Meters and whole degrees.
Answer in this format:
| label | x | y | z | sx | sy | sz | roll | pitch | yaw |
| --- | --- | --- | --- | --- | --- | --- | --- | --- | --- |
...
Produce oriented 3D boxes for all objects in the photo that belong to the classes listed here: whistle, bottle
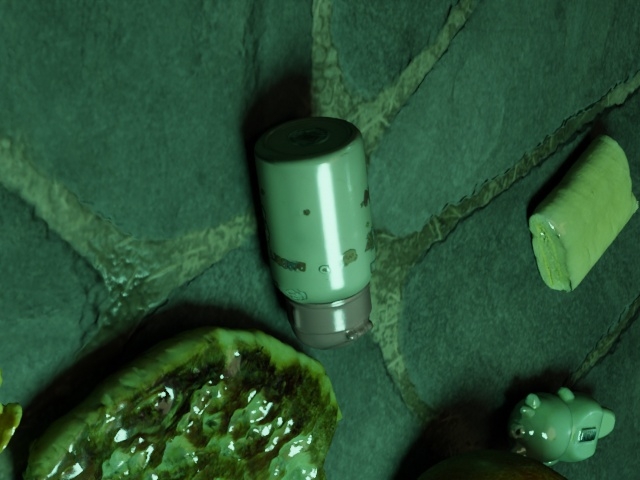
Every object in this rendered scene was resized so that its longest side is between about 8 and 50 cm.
| label | x | y | z | sx | sy | sz | roll | pitch | yaw |
| --- | --- | --- | --- | --- | --- | --- | --- | --- | --- |
| whistle | 0.321 | 0.248 | 1.979 | 0.244 | 0.092 | 0.110 | 1 | 101 | -49 |
| bottle | 0.000 | 0.000 | 1.483 | 0.110 | 0.110 | 0.233 | -33 | 128 | -39 |

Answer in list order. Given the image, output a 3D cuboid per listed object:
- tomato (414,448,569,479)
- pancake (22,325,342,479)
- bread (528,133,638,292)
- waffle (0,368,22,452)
| label | x | y | z | sx | sy | sz | roll | pitch | yaw |
| --- | --- | --- | --- | --- | --- | --- | --- | --- | --- |
| tomato | 0.208 | 0.397 | 1.780 | 0.303 | 0.239 | 0.303 | -22 | 127 | -33 |
| pancake | -0.125 | 0.219 | 1.465 | 0.427 | 0.067 | 0.305 | -25 | 129 | -45 |
| bread | 0.345 | -0.034 | 1.928 | 0.178 | 0.060 | 0.139 | -47 | 135 | -29 |
| waffle | -0.353 | 0.153 | 1.148 | 0.229 | 0.057 | 0.219 | -60 | 140 | -17 |
